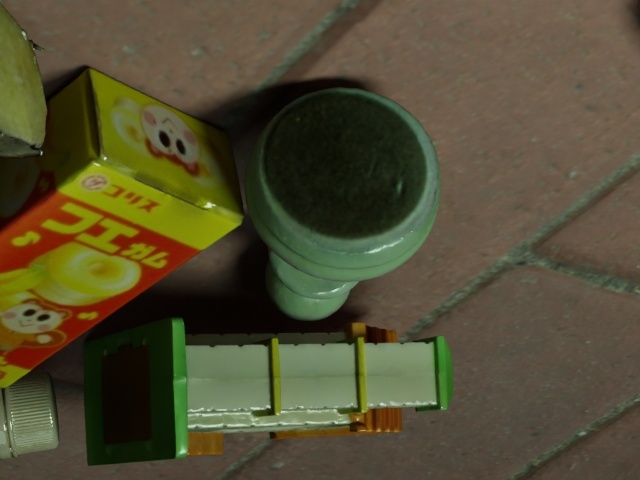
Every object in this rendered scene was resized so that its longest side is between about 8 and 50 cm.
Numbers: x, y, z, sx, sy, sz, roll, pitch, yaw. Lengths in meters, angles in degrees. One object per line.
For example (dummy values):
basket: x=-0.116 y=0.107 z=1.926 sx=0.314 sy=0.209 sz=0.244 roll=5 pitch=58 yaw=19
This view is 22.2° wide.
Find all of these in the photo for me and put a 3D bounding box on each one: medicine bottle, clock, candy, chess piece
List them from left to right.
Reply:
medicine bottle: x=-0.346 y=0.159 z=1.357 sx=0.252 sy=0.114 sz=0.114 roll=-7 pitch=147 yaw=-8
candy: x=-0.202 y=0.000 z=1.184 sx=0.276 sy=0.088 sz=0.146 roll=-34 pitch=141 yaw=31
clock: x=-0.042 y=0.127 z=1.348 sx=0.255 sy=0.106 sz=0.220 roll=1 pitch=171 yaw=-25
chess piece: x=0.000 y=0.000 z=1.242 sx=0.139 sy=0.139 sz=0.272 roll=-5 pitch=159 yaw=-11

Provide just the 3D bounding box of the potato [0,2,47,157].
potato: x=-0.280 y=-0.115 z=0.973 sx=0.138 sy=0.098 sz=0.243 roll=-3 pitch=167 yaw=25
